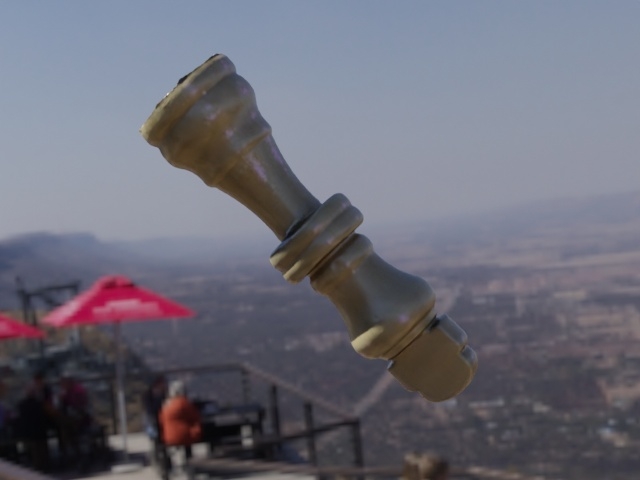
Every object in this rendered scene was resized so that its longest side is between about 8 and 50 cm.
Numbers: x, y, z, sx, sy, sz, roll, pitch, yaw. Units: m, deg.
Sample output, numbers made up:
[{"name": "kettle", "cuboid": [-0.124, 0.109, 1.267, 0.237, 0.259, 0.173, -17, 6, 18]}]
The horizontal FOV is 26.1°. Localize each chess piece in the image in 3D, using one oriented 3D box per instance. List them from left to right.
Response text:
[{"name": "chess piece", "cuboid": [0.000, 0.000, 1.329, 0.117, 0.397, 0.117, -43, -1, -1]}]
